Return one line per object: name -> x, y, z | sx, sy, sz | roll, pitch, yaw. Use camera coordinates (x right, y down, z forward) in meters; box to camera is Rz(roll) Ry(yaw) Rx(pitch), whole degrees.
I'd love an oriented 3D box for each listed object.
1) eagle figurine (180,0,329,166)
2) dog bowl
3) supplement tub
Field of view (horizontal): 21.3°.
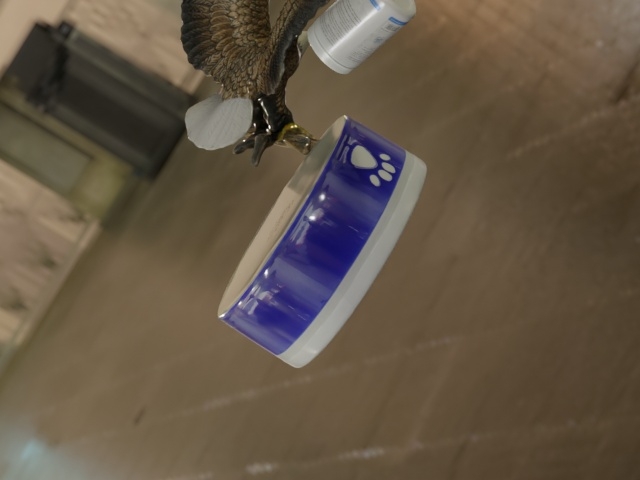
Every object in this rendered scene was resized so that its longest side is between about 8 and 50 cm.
eagle figurine -> -0.061, -0.257, 2.116 | 0.225, 0.226, 0.298 | -106, 13, -68
dog bowl -> 0.000, 0.000, 1.833 | 0.265, 0.104, 0.265 | -56, 8, 13
supplement tub -> 0.045, -0.240, 1.854 | 0.107, 0.071, 0.071 | -38, 21, 29
